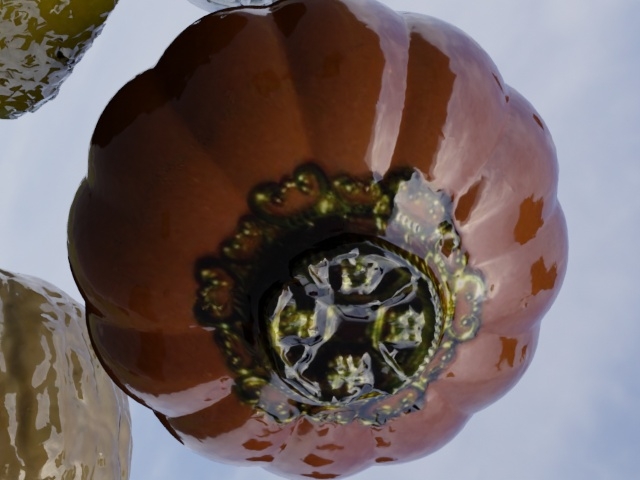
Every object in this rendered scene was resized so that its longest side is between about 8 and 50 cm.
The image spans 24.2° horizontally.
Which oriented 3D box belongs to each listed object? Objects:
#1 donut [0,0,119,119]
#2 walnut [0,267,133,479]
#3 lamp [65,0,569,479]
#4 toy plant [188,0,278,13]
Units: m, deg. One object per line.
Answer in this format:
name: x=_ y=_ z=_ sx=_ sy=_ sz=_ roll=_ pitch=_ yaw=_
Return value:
donut: x=-0.132 y=-0.173 z=0.738 sx=0.272 sy=0.107 sz=0.272 roll=-47 pitch=-153 yaw=33
walnut: x=-0.237 y=0.141 z=1.024 sx=0.225 sy=0.225 sz=0.261 roll=-48 pitch=-137 yaw=36
lamp: x=0.000 y=0.000 z=0.661 sx=0.223 sy=0.223 sz=0.196 roll=-61 pitch=-163 yaw=13
toy plant: x=-0.065 y=-0.285 z=1.145 sx=0.400 sy=0.279 sz=0.185 roll=90 pitch=5 yaw=-87
